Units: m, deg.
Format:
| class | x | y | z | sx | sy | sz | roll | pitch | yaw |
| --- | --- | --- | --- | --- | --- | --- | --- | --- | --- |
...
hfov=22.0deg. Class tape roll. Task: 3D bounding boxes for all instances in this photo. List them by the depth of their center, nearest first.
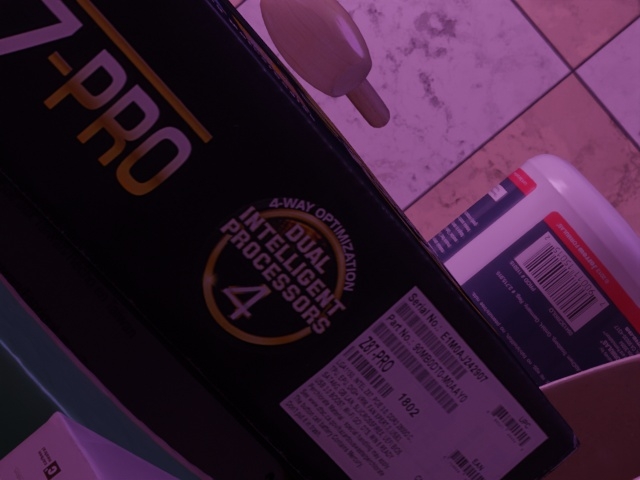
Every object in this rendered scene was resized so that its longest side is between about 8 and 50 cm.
| class | x | y | z | sx | sy | sz | roll | pitch | yaw |
| --- | --- | --- | --- | --- | --- | --- | --- | --- | --- |
| tape roll | -0.112 | 0.028 | 0.592 | 0.321 | 0.077 | 0.321 | 50 | 5 | -6 |

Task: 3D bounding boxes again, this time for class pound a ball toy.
| class | x | y | z | sx | sy | sz | roll | pitch | yaw |
| --- | --- | --- | --- | --- | --- | --- | --- | --- | --- |
| pound a ball toy | 0.000 | 0.000 | 1.070 | 0.136 | 0.208 | 0.319 | 53 | 4 | 31 |

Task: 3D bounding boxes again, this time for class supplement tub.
| class | x | y | z | sx | sy | sz | roll | pitch | yaw |
| --- | --- | --- | --- | --- | --- | --- | --- | --- | --- |
| supplement tub | 0.133 | 0.083 | 1.276 | 0.191 | 0.272 | 0.191 | 50 | 5 | -6 |

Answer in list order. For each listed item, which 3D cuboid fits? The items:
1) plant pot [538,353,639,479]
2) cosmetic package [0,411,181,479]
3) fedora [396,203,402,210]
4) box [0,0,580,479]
| class | x | y | z | sx | sy | sz | roll | pitch | yaw |
| --- | --- | --- | --- | --- | --- | --- | --- | --- | --- |
| plant pot | 0.158 | 0.224 | 0.816 | 0.256 | 0.256 | 0.274 | -79 | 146 | -84 |
| cosmetic package | -0.032 | 0.128 | 0.439 | 0.060 | 0.099 | 0.239 | 51 | 3 | 33 |
| fedora | -0.021 | 0.011 | 1.356 | 0.194 | 0.194 | 0.079 | 45 | 43 | -49 |
| box | -0.091 | -0.087 | 0.635 | 0.395 | 0.097 | 0.318 | 48 | 2 | -25 |
